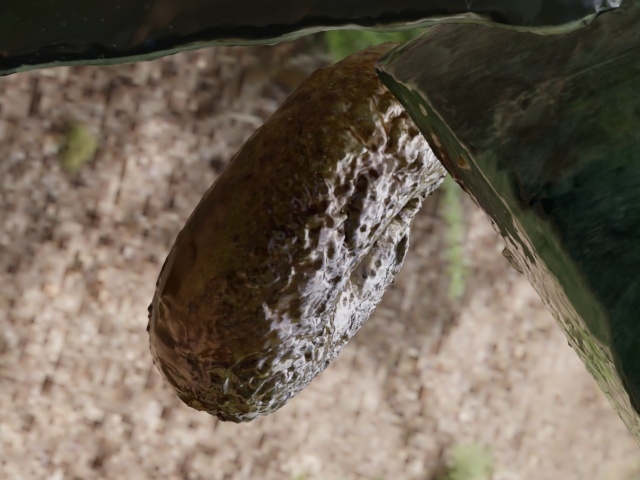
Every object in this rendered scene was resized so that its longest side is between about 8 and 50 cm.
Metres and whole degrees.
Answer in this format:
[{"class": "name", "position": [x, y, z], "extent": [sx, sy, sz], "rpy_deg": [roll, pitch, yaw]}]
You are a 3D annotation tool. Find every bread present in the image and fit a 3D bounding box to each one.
[{"class": "bread", "position": [0.000, 0.000, 0.820], "extent": [0.193, 0.064, 0.193], "rpy_deg": [-47, 164, -18]}]

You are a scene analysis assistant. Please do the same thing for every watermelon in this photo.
[{"class": "watermelon", "position": [0.172, 0.017, 0.563], "extent": [0.289, 0.320, 0.214], "rpy_deg": [-20, 125, -22]}]

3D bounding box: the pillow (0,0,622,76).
[{"class": "pillow", "position": [-0.010, -0.130, 0.414], "extent": [0.055, 0.141, 0.208], "rpy_deg": [54, 35, -61]}]
